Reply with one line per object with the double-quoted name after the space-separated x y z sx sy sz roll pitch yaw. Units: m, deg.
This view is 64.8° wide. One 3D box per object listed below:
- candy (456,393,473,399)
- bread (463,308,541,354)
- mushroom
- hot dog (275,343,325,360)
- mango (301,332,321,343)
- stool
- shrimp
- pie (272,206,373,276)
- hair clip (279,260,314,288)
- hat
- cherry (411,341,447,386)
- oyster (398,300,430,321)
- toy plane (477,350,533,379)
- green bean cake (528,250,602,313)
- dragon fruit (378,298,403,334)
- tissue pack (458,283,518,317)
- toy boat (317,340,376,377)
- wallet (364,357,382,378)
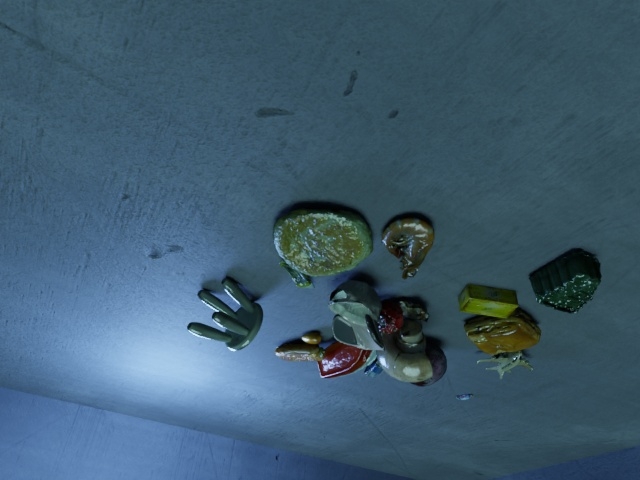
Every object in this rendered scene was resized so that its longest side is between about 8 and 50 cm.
0.713 0.776 2.496 0.083 0.020 0.030 -22 137 30 "candy"
0.679 0.349 1.875 0.235 0.099 0.210 -26 133 34 "bread"
0.298 0.398 1.850 0.188 0.254 0.195 -14 126 -3 "mushroom"
-0.080 0.468 2.136 0.250 0.076 0.104 -13 146 35 "hot dog"
-0.038 0.401 2.075 0.089 0.046 0.060 -1 151 26 "mango"
-0.341 0.274 1.821 0.195 0.195 0.198 -27 130 35 "stool"
0.254 0.028 1.534 0.152 0.063 0.287 8 140 0 "shrimp"
0.000 0.000 1.527 0.322 0.071 0.323 5 140 4 "pie"
-0.084 0.113 1.708 0.060 0.033 0.188 -11 142 24 "hair clip"
0.143 0.263 1.724 0.232 0.161 0.275 -15 103 61 "hat"
0.419 0.496 2.041 0.195 0.195 0.195 3 143 2 "cherry"
0.348 0.256 1.831 0.103 0.051 0.148 5 146 30 "oyster"
0.767 0.490 2.058 0.228 0.092 0.244 7 142 1 "toy plane"
0.797 0.137 1.580 0.193 0.107 0.208 21 139 -18 "green bean cake"
0.234 0.277 1.811 0.121 0.142 0.130 21 98 -27 "dragon fruit"
0.575 0.211 1.737 0.175 0.062 0.095 9 143 -6 "tissue pack"
0.129 0.473 2.079 0.133 0.145 0.332 3 152 -38 "toy boat"
0.254 0.476 2.062 0.059 0.141 0.202 33 141 6 "wallet"
